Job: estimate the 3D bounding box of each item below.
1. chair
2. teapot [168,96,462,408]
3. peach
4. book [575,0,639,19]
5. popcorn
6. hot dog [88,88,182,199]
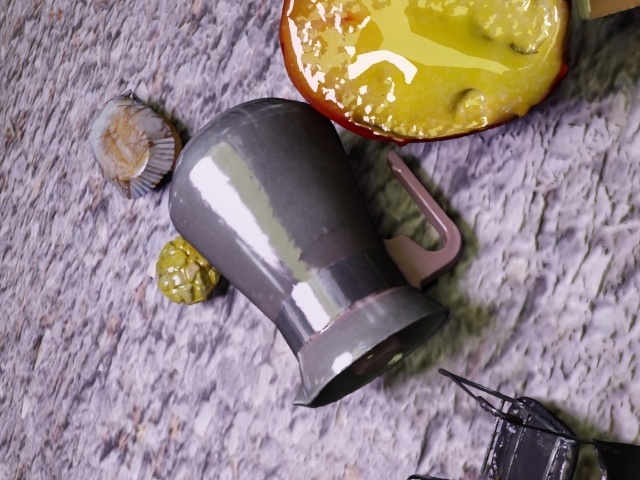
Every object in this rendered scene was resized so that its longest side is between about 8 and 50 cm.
[{"bbox_3d":[0.229,0.241,0.633,0.145,0.220,0.140,-150,75,-78],"label":"chair"},{"bbox_3d":[0.000,0.000,0.765,0.300,0.253,0.344,-32,70,-7],"label":"teapot"},{"bbox_3d":[0.116,-0.235,0.675,0.338,0.281,0.281,35,103,49],"label":"peach"},{"bbox_3d":[0.334,-0.431,0.551,0.268,0.032,0.389,-14,98,5],"label":"book"},{"bbox_3d":[-0.209,0.051,0.971,0.120,0.116,0.106,38,149,36],"label":"popcorn"},{"bbox_3d":[-0.349,-0.177,1.115,0.270,0.081,0.163,40,97,40],"label":"hot dog"}]
